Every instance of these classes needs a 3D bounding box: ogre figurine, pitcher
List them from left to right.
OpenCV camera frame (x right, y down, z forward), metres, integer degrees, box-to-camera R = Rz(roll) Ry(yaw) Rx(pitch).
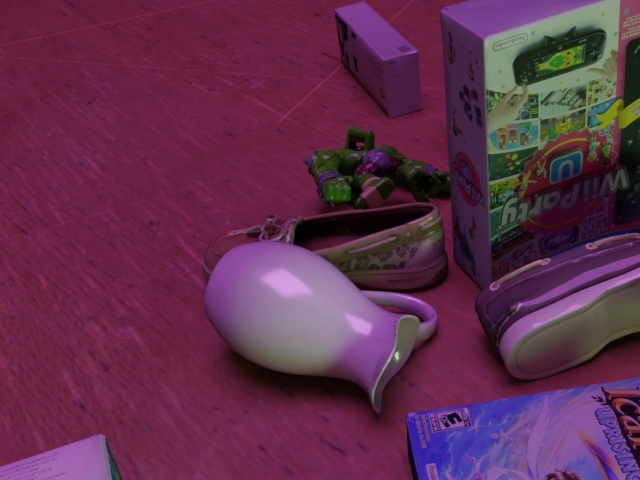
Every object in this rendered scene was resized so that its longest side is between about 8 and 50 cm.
[{"bbox_3d":[0.004,0.072,0.880,0.207,0.125,0.178,22,24,22],"label":"pitcher"},{"bbox_3d":[0.067,-0.085,1.087,0.197,0.096,0.118,-25,39,-21],"label":"ogre figurine"}]

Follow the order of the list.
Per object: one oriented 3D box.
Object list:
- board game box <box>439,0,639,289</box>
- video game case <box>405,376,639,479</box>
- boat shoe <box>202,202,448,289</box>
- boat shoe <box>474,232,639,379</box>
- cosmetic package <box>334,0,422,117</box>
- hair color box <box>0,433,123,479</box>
[{"bbox_3d":[0.249,-0.113,0.906,0.224,0.303,0.097,-19,36,-13],"label":"board game box"},{"bbox_3d":[0.205,0.225,0.655,0.244,0.061,0.269,-8,35,0],"label":"video game case"},{"bbox_3d":[0.000,0.000,0.990,0.285,0.089,0.104,-4,36,9],"label":"boat shoe"},{"bbox_3d":[0.301,0.038,0.853,0.305,0.109,0.091,-20,41,-8],"label":"boat shoe"},{"bbox_3d":[0.087,-0.290,1.373,0.060,0.098,0.239,-18,36,-8],"label":"cosmetic package"},{"bbox_3d":[-0.196,0.309,0.587,0.174,0.105,0.347,-17,35,-11],"label":"hair color box"}]
